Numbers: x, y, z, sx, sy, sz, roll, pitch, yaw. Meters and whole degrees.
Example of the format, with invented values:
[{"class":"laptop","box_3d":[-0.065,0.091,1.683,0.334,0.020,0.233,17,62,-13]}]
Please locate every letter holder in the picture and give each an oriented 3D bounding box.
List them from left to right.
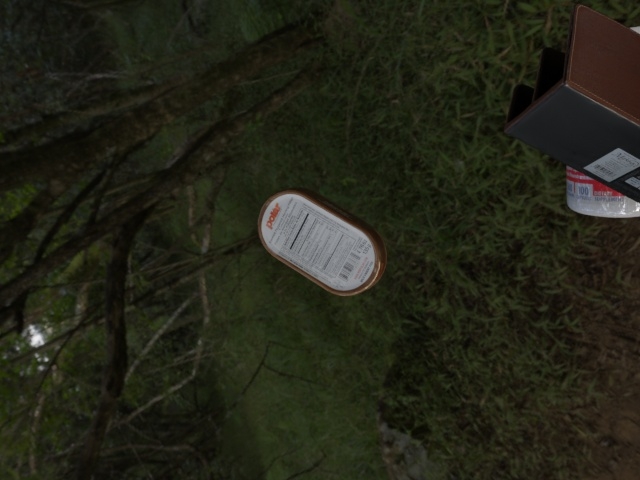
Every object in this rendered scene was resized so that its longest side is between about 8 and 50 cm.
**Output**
[{"class":"letter holder","box_3d":[0.511,-0.242,0.945,0.302,0.214,0.152,24,154,-10]}]

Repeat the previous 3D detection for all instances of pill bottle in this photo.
[{"class":"pill bottle","box_3d":[0.693,-0.274,1.238,0.229,0.229,0.407,13,116,53]}]

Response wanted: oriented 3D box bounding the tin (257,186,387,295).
[{"class":"tin","box_3d":[0.000,0.000,0.730,0.190,0.040,0.106,31,102,13]}]
